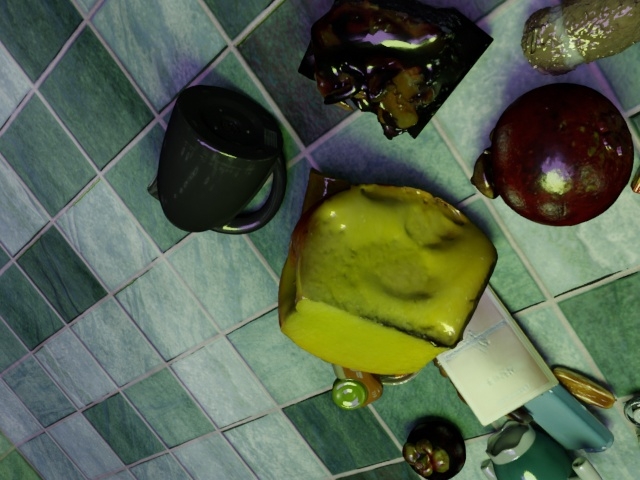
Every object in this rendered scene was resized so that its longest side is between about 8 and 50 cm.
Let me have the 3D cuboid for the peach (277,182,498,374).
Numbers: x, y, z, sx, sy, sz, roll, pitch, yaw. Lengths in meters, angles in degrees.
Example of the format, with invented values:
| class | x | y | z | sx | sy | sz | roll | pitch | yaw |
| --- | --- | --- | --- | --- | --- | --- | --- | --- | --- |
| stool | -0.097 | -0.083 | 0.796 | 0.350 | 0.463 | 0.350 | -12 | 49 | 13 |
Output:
| class | x | y | z | sx | sy | sz | roll | pitch | yaw |
| --- | --- | --- | --- | --- | --- | --- | --- | --- | --- |
| peach | 0.118 | 0.066 | 0.920 | 0.379 | 0.307 | 0.242 | 13 | 153 | -12 |

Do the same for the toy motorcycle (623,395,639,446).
| class | x | y | z | sx | sy | sz | roll | pitch | yaw |
| --- | --- | --- | --- | --- | --- | --- | --- | --- | --- |
| toy motorcycle | 0.674 | 0.380 | 0.967 | 0.151 | 0.074 | 0.229 | -23 | 100 | 26 |

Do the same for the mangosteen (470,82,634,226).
| class | x | y | z | sx | sy | sz | roll | pitch | yaw |
| --- | --- | --- | --- | --- | --- | --- | --- | --- | --- |
| mangosteen | 0.344 | -0.122 | 0.808 | 0.215 | 0.215 | 0.257 | 55 | 152 | -8 |

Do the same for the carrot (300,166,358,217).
| class | x | y | z | sx | sy | sz | roll | pitch | yaw |
| --- | --- | --- | --- | --- | --- | --- | --- | --- | --- |
| carrot | 0.000 | 0.000 | 1.052 | 0.114 | 0.114 | 0.302 | 19 | 116 | 14 |

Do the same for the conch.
| class | x | y | z | sx | sy | sz | roll | pitch | yaw |
| --- | --- | --- | --- | --- | --- | --- | --- | --- | --- |
| conch | 0.320 | 0.299 | 1.054 | 0.086 | 0.080 | 0.233 | -46 | 71 | 18 |

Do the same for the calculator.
| class | x | y | z | sx | sy | sz | roll | pitch | yaw |
| --- | --- | --- | --- | --- | --- | --- | --- | --- | --- |
| calculator | 0.480 | 0.350 | 1.031 | 0.210 | 0.039 | 0.121 | 43 | 146 | 0 |

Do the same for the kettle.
| class | x | y | z | sx | sy | sz | roll | pitch | yaw |
| --- | --- | --- | --- | --- | --- | --- | --- | --- | --- |
| kettle | -0.199 | -0.121 | 1.042 | 0.268 | 0.208 | 0.290 | 20 | 130 | -19 |

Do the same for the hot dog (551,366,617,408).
| class | x | y | z | sx | sy | sz | roll | pitch | yaw |
| --- | --- | --- | --- | --- | --- | --- | --- | --- | --- |
| hot dog | 0.513 | 0.289 | 1.013 | 0.133 | 0.041 | 0.057 | 23 | 120 | 20 |

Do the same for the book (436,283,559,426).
| class | x | y | z | sx | sy | sz | roll | pitch | yaw |
| --- | --- | --- | --- | --- | --- | --- | --- | --- | --- |
| book | 0.317 | 0.217 | 1.006 | 0.170 | 0.018 | 0.242 | -37 | 80 | 13 |

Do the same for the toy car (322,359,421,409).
| class | x | y | z | sx | sy | sz | roll | pitch | yaw |
| --- | --- | --- | --- | --- | --- | --- | --- | --- | --- |
| toy car | 0.115 | 0.232 | 1.110 | 0.234 | 0.145 | 0.235 | 1 | 108 | 4 |

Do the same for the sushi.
| class | x | y | z | sx | sy | sz | roll | pitch | yaw |
| --- | --- | --- | --- | --- | --- | --- | --- | --- | --- |
| sushi | 0.103 | -0.287 | 0.812 | 0.227 | 0.212 | 0.215 | 39 | 123 | 3 |

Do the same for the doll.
| class | x | y | z | sx | sy | sz | roll | pitch | yaw |
| --- | --- | --- | --- | --- | --- | --- | --- | --- | --- |
| doll | 0.404 | -0.315 | 0.739 | 0.221 | 0.115 | 0.105 | -17 | 96 | 22 |

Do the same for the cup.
| class | x | y | z | sx | sy | sz | roll | pitch | yaw |
| --- | --- | --- | --- | --- | --- | --- | --- | --- | --- |
| cup | 0.435 | 0.472 | 1.061 | 0.173 | 0.167 | 0.299 | 51 | 148 | 4 |

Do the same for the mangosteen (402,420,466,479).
| class | x | y | z | sx | sy | sz | roll | pitch | yaw |
| --- | --- | --- | --- | --- | --- | --- | --- | --- | --- |
| mangosteen | 0.247 | 0.472 | 1.143 | 0.137 | 0.151 | 0.137 | -2 | 87 | 37 |

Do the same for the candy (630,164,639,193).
| class | x | y | z | sx | sy | sz | roll | pitch | yaw |
| --- | --- | --- | --- | --- | --- | --- | --- | --- | --- |
| candy | 0.543 | -0.126 | 0.803 | 0.062 | 0.038 | 0.122 | 18 | 120 | 14 |
